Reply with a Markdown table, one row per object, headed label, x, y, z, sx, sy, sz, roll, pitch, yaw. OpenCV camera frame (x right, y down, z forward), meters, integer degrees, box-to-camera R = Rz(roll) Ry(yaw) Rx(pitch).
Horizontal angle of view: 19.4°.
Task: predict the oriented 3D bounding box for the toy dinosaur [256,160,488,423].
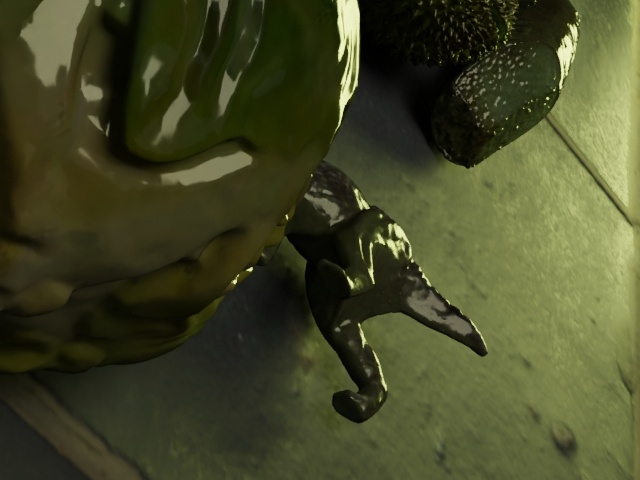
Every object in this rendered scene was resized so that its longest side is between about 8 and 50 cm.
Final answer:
| label | x | y | z | sx | sy | sz | roll | pitch | yaw |
| --- | --- | --- | --- | --- | --- | --- | --- | --- | --- |
| toy dinosaur | 0.005 | -0.005 | 1.335 | 0.294 | 0.077 | 0.162 | 57 | 29 | -11 |

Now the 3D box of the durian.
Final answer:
| label | x | y | z | sx | sy | sz | roll | pitch | yaw |
| --- | --- | --- | --- | --- | --- | --- | --- | --- | --- |
| durian | 0.081 | -0.230 | 1.583 | 0.198 | 0.146 | 0.159 | 36 | 55 | -32 |

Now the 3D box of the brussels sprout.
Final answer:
| label | x | y | z | sx | sy | sz | roll | pitch | yaw |
| --- | --- | --- | --- | --- | --- | --- | --- | --- | --- |
| brussels sprout | -0.114 | -0.087 | 1.010 | 0.344 | 0.268 | 0.344 | 30 | 51 | -46 |

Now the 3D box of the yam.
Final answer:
| label | x | y | z | sx | sy | sz | roll | pitch | yaw |
| --- | --- | --- | --- | --- | --- | --- | --- | --- | --- |
| yam | 0.173 | -0.154 | 1.712 | 0.106 | 0.106 | 0.259 | 56 | 28 | -15 |
